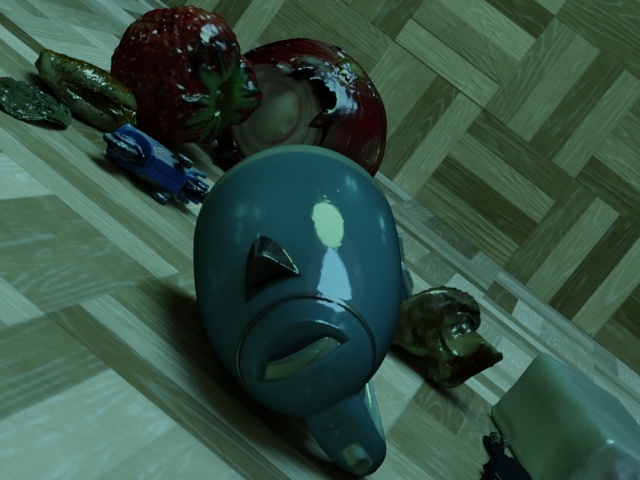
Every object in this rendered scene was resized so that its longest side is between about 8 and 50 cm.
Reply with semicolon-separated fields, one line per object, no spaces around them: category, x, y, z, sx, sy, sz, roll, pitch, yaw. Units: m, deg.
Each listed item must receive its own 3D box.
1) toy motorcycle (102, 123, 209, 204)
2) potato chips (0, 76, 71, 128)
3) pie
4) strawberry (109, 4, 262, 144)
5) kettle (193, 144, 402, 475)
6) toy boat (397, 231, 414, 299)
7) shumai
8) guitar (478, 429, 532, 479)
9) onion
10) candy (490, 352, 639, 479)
toy motorcycle;-0.244;-0.111;1.915;0.205;0.076;0.114;32;5;-32
potato chips;-0.422;-0.204;1.848;0.142;0.026;0.209;42;11;33
pie;-0.370;-0.244;2.052;0.163;0.079;0.193;40;9;32
strawberry;-0.251;-0.290;2.244;0.288;0.238;0.250;36;-23;34
kettle;-0.005;0.096;1.450;0.319;0.247;0.342;61;9;-24
toy boat;0.082;-0.023;2.189;0.129;0.088;0.295;49;-14;48
shumai;0.190;0.157;2.039;0.209;0.161;0.153;72;-6;-69
guitar;0.256;0.313;1.801;0.084;0.038;0.271;38;11;-3
onion;-0.024;-0.222;2.421;0.341;0.341;0.341;36;11;-8
candy;0.411;0.327;1.955;0.208;0.145;0.358;34;10;-16
